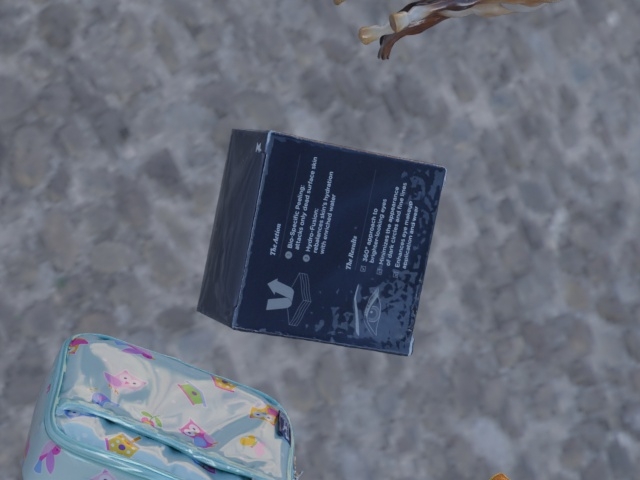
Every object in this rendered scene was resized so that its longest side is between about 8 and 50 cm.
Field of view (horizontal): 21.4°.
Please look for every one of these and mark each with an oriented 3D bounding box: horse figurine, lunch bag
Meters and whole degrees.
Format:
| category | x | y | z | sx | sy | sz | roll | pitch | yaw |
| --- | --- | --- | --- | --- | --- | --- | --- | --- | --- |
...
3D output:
| category | x | y | z | sx | sy | sz | roll | pitch | yaw |
| --- | --- | --- | --- | --- | --- | --- | --- | --- | --- |
| horse figurine | 0.112 | -0.170 | 1.118 | 0.174 | 0.263 | 0.066 | -16 | 95 | -14 |
| lunch bag | -0.154 | 0.215 | 1.712 | 0.279 | 0.108 | 0.224 | 22 | 23 | -11 |

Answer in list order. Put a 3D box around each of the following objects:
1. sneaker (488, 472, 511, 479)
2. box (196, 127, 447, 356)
| category | x | y | z | sx | sy | sz | roll | pitch | yaw |
| --- | --- | --- | --- | --- | --- | --- | --- | --- | --- |
| sneaker | 0.283 | 0.342 | 2.100 | 0.175 | 0.064 | 0.067 | 33 | 37 | -12 |
| box | 0.000 | 0.000 | 1.349 | 0.158 | 0.093 | 0.156 | 11 | 92 | -23 |
